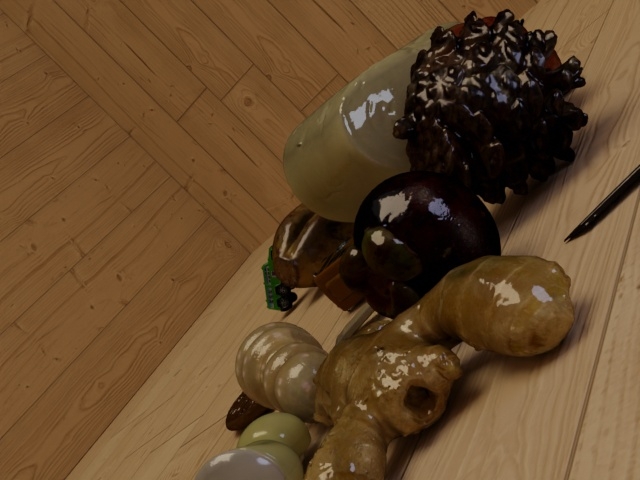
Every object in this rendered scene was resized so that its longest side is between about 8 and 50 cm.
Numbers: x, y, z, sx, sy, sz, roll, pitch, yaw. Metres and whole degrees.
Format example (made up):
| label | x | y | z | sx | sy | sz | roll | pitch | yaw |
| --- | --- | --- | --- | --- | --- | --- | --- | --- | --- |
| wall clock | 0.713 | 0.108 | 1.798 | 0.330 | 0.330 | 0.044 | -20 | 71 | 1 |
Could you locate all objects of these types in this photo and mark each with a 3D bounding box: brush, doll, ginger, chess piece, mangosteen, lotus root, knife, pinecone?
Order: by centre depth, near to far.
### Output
| label | x | y | z | sx | sy | sz | roll | pitch | yaw |
| --- | --- | --- | --- | --- | --- | --- | --- | --- | --- |
| ginger | 0.093 | 0.134 | 1.046 | 0.363 | 0.122 | 0.348 | -55 | 15 | 4 |
| knife | 0.367 | -0.080 | 1.094 | 0.230 | 0.028 | 0.060 | -47 | -6 | 11 |
| doll | -0.071 | 0.292 | 1.174 | 0.141 | 0.117 | 0.296 | -36 | -4 | 16 |
| mangosteen | 0.129 | 0.012 | 1.205 | 0.210 | 0.210 | 0.210 | -44 | 7 | 7 |
| chess piece | -0.033 | 0.198 | 1.388 | 0.143 | 0.143 | 0.261 | -47 | 12 | -11 |
| pinecone | 0.251 | -0.190 | 1.400 | 0.295 | 0.298 | 0.242 | -19 | -28 | 13 |
| brush | 0.126 | 0.074 | 1.512 | 0.321 | 0.050 | 0.060 | -50 | 7 | 28 |
| lotus root | -0.005 | -0.007 | 2.177 | 0.291 | 0.193 | 0.193 | -49 | 8 | -32 |

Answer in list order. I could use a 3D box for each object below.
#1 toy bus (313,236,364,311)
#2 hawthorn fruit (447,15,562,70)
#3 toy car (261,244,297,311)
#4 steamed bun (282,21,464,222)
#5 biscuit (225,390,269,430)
| label | x | y | z | sx | sy | sz | roll | pitch | yaw |
| --- | --- | --- | --- | --- | --- | --- | --- | --- | --- |
| toy bus | 0.084 | 0.039 | 1.721 | 0.201 | 0.098 | 0.114 | -39 | 9 | 33 |
| hawthorn fruit | 0.278 | -0.232 | 1.643 | 0.300 | 0.254 | 0.254 | -61 | 8 | -1 |
| toy car | -0.101 | 0.087 | 2.256 | 0.062 | 0.165 | 0.071 | -4 | 9 | 20 |
| steamed bun | 0.175 | -0.224 | 1.913 | 0.456 | 0.290 | 0.371 | -38 | 4 | -29 |
| biscuit | -0.094 | 0.264 | 1.705 | 0.212 | 0.036 | 0.212 | -46 | 7 | 7 |
